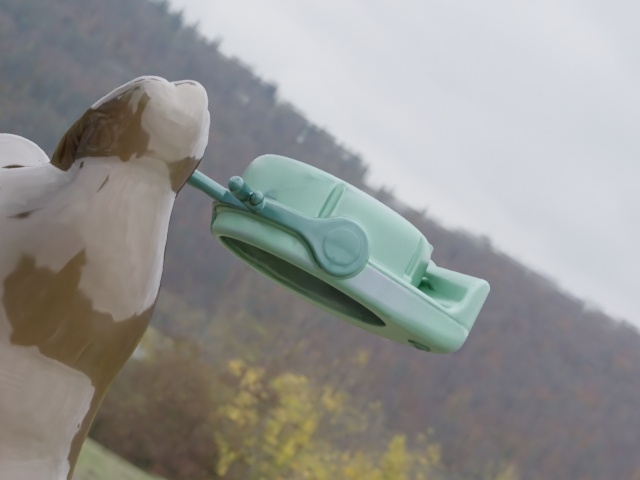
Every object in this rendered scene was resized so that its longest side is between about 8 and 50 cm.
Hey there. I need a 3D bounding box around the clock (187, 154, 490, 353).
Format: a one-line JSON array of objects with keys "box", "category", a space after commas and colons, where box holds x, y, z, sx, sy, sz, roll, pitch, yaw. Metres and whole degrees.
[{"box": [0.000, 0.000, 1.035, 0.211, 0.066, 0.159, 35, -11, -37], "category": "clock"}]

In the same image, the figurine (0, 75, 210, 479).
[{"box": [-0.155, 0.060, 0.558, 0.177, 0.247, 0.173, 12, -11, -10], "category": "figurine"}]
